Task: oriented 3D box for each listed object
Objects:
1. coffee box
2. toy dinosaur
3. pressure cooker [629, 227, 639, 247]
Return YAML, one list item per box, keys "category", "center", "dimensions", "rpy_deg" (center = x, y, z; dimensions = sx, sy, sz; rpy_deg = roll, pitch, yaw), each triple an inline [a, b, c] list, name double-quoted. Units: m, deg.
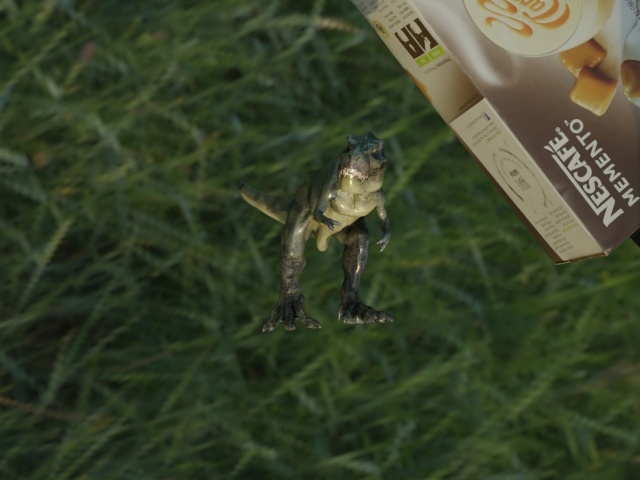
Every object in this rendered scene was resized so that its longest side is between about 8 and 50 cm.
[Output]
- category: "coffee box"
  center: [0.154, -0.121, 1.333]
  dimensions: [0.141, 0.098, 0.246]
  rpy_deg: [-39, 95, -16]
- category: "toy dinosaur"
  center: [0.000, 0.000, 1.286]
  dimensions: [0.064, 0.268, 0.118]
  rpy_deg: [0, 84, -20]
- category: "pressure cooker"
  center: [0.423, -0.139, 1.608]
  dimensions: [0.375, 0.420, 0.370]
  rpy_deg: [-13, 72, -24]
